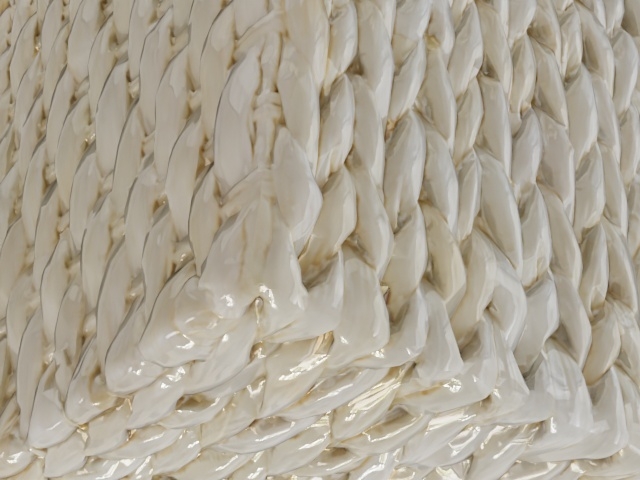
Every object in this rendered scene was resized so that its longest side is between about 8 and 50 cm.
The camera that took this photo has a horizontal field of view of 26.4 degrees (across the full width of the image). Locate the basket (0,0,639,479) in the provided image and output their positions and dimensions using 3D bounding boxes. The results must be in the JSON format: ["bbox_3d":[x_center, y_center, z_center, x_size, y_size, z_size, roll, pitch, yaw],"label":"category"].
[{"bbox_3d":[0.000,0.000,0.603,0.266,0.328,0.331,23,-127,-29],"label":"basket"}]
